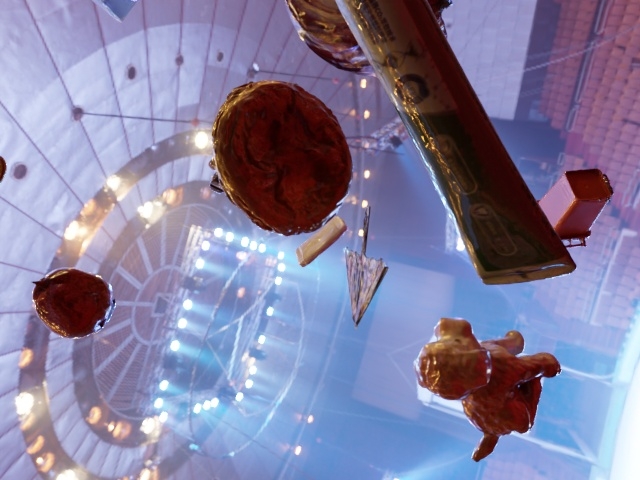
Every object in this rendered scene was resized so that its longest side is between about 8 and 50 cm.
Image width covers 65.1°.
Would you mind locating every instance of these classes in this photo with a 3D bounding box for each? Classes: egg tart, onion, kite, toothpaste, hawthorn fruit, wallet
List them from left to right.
[{"bbox_3d":[-0.589,0.146,1.211,0.173,0.174,0.179,-42,-53,-53],"label":"hawthorn fruit"},{"bbox_3d":[-0.113,-0.226,1.392,0.443,0.178,0.443,7,-103,-32],"label":"egg tart"},{"bbox_3d":[0.000,0.000,1.503,0.183,0.032,0.124,-41,22,8],"label":"wallet"},{"bbox_3d":[0.065,-0.345,0.852,0.146,0.314,0.280,-61,-29,-3],"label":"onion"},{"bbox_3d":[0.118,0.081,1.479,0.406,0.014,0.368,-160,75,-75],"label":"kite"},{"bbox_3d":[0.115,-0.104,0.451,0.392,0.099,0.061,53,-135,-24],"label":"toothpaste"}]

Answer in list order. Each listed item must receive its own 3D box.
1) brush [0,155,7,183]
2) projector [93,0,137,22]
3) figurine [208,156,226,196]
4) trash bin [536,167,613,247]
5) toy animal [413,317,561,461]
[{"bbox_3d":[-0.507,-0.004,0.702,0.272,0.103,0.013,-55,-16,11],"label":"brush"},{"bbox_3d":[-0.477,-0.666,1.071,0.249,0.249,0.248,-53,10,2],"label":"projector"},{"bbox_3d":[-0.263,-0.299,1.694,0.332,0.185,0.204,-65,15,-6],"label":"figurine"},{"bbox_3d":[0.791,-0.098,1.570,0.238,0.161,0.184,90,173,-62],"label":"trash bin"},{"bbox_3d":[0.181,0.194,0.614,0.185,0.104,0.183,17,-83,-40],"label":"toy animal"}]
